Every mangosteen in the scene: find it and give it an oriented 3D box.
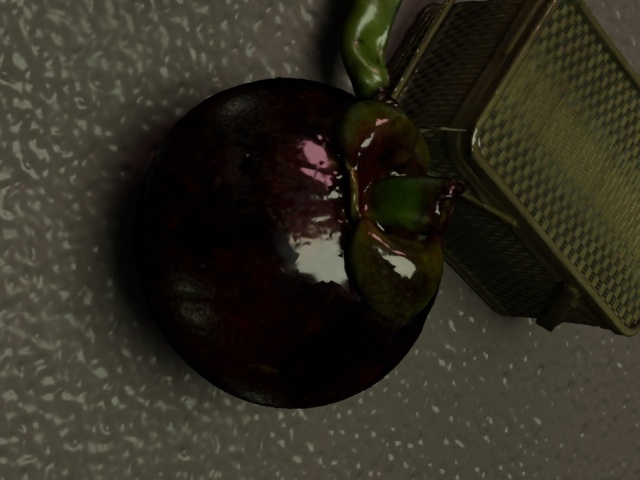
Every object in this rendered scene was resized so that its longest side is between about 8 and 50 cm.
[{"bbox_3d":[-0.009,0.007,0.902,0.216,0.216,0.216,-4,96,-38],"label":"mangosteen"}]

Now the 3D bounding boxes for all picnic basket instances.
[{"bbox_3d":[0.163,-0.060,1.075,0.266,0.139,0.165,45,67,-31],"label":"picnic basket"}]

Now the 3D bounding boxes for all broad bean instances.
[{"bbox_3d":[0.066,-0.222,1.012,0.056,0.098,0.318,37,54,-66],"label":"broad bean"}]
